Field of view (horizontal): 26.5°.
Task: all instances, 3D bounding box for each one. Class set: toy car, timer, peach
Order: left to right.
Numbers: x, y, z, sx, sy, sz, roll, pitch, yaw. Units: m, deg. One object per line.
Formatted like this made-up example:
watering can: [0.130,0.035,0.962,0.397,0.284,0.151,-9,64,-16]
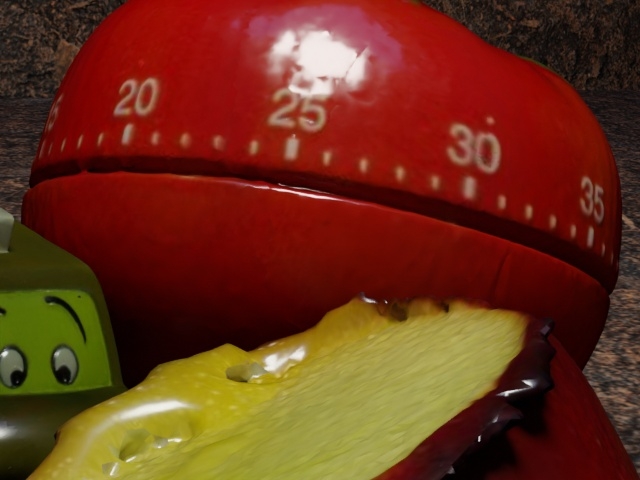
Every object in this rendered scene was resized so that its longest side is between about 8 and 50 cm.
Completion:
toy car: [-0.192,0.076,0.720,0.204,0.198,0.248,0,19,-42]
timer: [0.000,0.000,0.874,0.378,0.279,0.378,9,-13,2]
peach: [0.004,0.150,0.511,0.258,0.201,0.361,-22,9,7]
